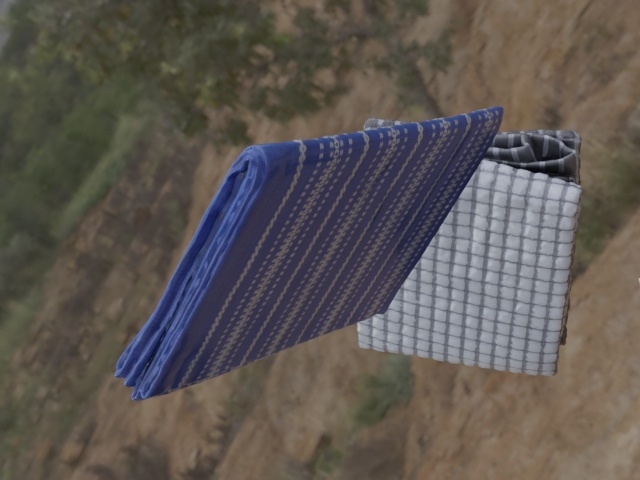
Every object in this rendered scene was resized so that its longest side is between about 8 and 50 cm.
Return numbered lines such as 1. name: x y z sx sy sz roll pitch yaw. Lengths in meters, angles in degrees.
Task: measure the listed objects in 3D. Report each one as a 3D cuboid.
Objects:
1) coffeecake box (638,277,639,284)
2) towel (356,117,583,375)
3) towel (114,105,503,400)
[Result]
1. coffeecake box: 0.305 0.134 0.994 0.068 0.142 0.186 -14 49 23
2. towel: 0.150 0.002 1.330 0.121 0.235 0.284 -64 -22 -45
3. towel: 0.000 0.000 1.025 0.336 0.040 0.243 -15 -37 -51
